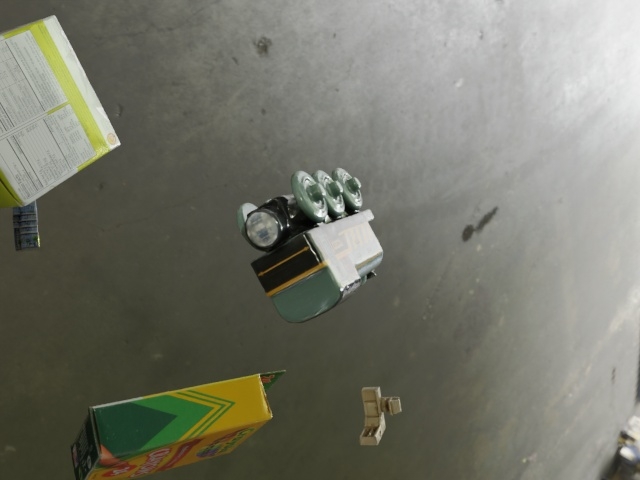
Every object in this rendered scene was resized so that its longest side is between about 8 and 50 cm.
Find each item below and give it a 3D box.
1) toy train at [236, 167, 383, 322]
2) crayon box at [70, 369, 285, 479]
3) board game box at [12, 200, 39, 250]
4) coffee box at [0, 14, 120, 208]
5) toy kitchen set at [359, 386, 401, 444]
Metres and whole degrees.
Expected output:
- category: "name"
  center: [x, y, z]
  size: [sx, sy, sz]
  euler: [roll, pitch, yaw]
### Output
- category: "toy train"
  center: [0.000, 0.000, 0.920]
  size: [0.190, 0.142, 0.334]
  euler: [63, 22, 2]
- category: "crayon box"
  center: [-0.219, 0.305, 0.983]
  size: [0.318, 0.081, 0.202]
  euler: [-5, 150, -33]
- category: "board game box"
  center: [-0.769, -0.072, 1.577]
  size: [0.060, 0.194, 0.194]
  euler: [-5, 89, -26]
- category: "coffee box"
  center: [-0.768, -0.291, 1.443]
  size: [0.334, 0.337, 0.338]
  euler: [-53, 131, -46]
- category: "toy kitchen set"
  center: [0.110, 0.326, 1.132]
  size: [0.075, 0.068, 0.083]
  euler: [-29, 110, -69]
